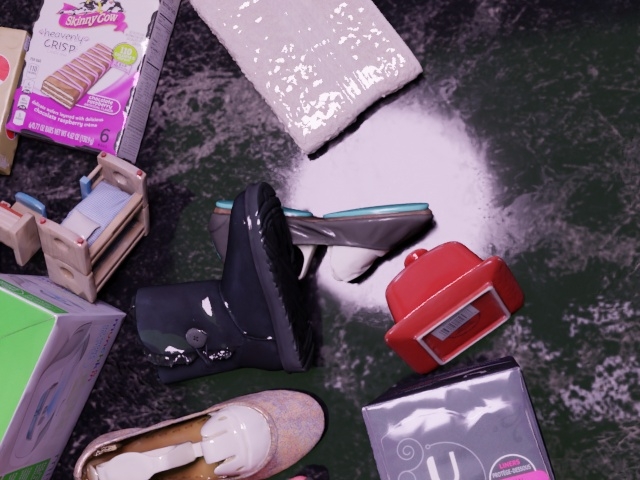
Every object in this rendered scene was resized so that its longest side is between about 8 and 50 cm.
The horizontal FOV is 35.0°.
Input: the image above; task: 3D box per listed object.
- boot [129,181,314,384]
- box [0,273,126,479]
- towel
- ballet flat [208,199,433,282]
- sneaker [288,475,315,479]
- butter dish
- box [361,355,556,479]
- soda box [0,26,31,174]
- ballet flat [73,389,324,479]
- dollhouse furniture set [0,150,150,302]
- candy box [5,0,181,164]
[{"bbox_3d":[-0.131,0.059,1.193,0.207,0.094,0.247,-5,115,16],"label":"boot"},{"bbox_3d":[-0.371,0.179,1.196,0.126,0.231,0.262,25,89,9],"label":"box"},{"bbox_3d":[-0.027,-0.266,1.270,0.187,0.049,0.282,-37,82,6],"label":"towel"},{"bbox_3d":[0.000,0.000,1.229,0.280,0.095,0.096,1,96,19],"label":"ballet flat"},{"bbox_3d":[-0.134,0.382,1.203,0.136,0.116,0.314,42,93,11],"label":"sneaker"},{"bbox_3d":[0.138,0.059,1.184,0.160,0.160,0.118,-36,58,5],"label":"butter dish"},{"bbox_3d":[0.153,0.216,1.090,0.165,0.270,0.143,-17,83,8],"label":"box"},{"bbox_3d":[-0.418,-0.181,1.309,0.061,0.058,0.181,11,80,8],"label":"soda box"},{"bbox_3d":[-0.150,0.257,1.219,0.316,0.106,0.108,-17,83,7],"label":"ballet flat"},{"bbox_3d":[-0.322,-0.043,1.233,0.183,0.129,0.129,27,57,11],"label":"dollhouse furniture set"},{"bbox_3d":[-0.289,-0.230,1.296,0.159,0.071,0.233,14,87,10],"label":"candy box"}]
